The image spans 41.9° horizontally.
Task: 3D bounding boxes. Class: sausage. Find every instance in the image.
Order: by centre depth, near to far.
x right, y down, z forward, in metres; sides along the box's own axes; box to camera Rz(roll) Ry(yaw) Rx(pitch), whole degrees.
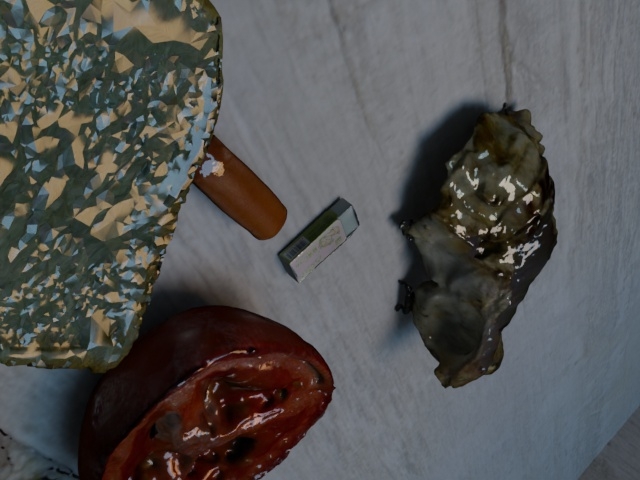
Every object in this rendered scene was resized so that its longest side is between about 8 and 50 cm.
[{"bbox_3d":[-0.067,-0.041,0.641,0.039,0.041,0.131,-45,147,-2],"label":"sausage"}]

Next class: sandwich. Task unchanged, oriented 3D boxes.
[{"bbox_3d":[-0.195,-0.045,0.425,0.301,0.099,0.271,0,121,-50],"label":"sandwich"}]

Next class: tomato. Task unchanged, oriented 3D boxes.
[{"bbox_3d":[-0.109,0.138,0.716,0.228,0.101,0.227,-26,142,-22],"label":"tomato"}]

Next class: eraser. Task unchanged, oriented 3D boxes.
[{"bbox_3d":[0.000,0.000,0.785,0.083,0.019,0.038,-43,145,-15],"label":"eraser"}]

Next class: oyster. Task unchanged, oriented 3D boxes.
[{"bbox_3d":[0.170,0.021,0.921,0.198,0.133,0.336,-12,126,-36],"label":"oyster"}]
